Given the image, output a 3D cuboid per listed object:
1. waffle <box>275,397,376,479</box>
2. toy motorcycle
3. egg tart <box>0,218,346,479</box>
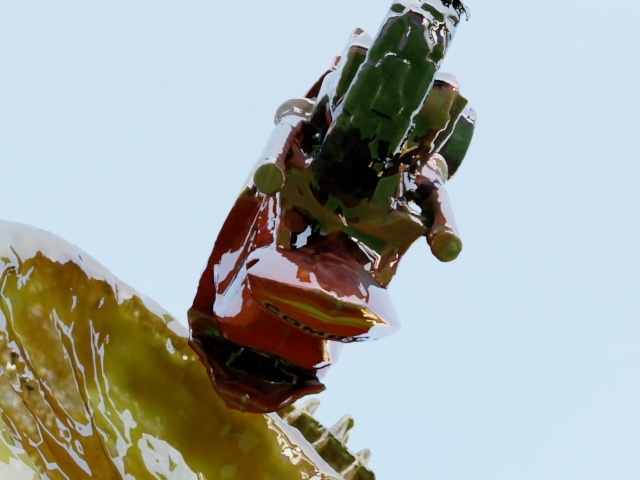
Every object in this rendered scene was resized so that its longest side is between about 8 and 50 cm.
[{"bbox_3d":[-0.073,0.251,1.088,0.293,0.259,0.069,9,-50,-24],"label":"waffle"},{"bbox_3d":[-0.001,-0.002,0.508,0.089,0.298,0.171,27,-108,-4],"label":"toy motorcycle"},{"bbox_3d":[-0.083,0.156,0.469,0.169,0.388,0.388,-43,-71,3],"label":"egg tart"}]
